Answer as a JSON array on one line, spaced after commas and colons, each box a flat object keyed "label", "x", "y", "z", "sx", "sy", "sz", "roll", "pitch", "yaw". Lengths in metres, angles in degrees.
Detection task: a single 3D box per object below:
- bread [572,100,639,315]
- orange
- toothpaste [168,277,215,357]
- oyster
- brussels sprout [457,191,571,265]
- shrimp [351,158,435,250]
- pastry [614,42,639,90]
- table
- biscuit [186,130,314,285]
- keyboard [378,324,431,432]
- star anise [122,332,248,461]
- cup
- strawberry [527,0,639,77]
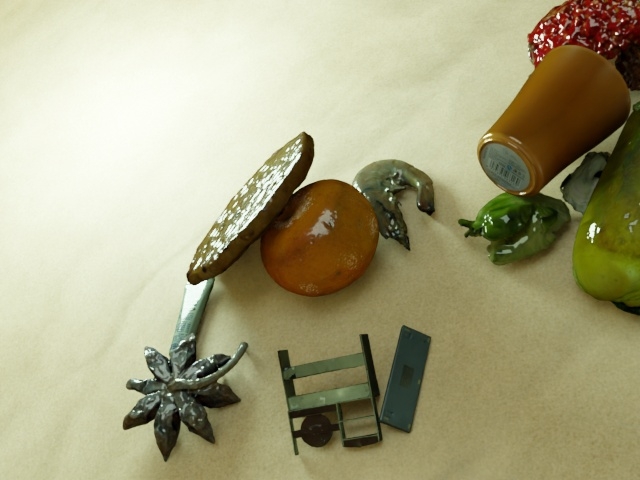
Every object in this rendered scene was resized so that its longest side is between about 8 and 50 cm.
[{"label": "bread", "x": 0.547, "y": -0.059, "z": 1.450, "sx": 0.251, "sy": 0.208, "sz": 0.377, "roll": 13, "pitch": 63, "yaw": 37}, {"label": "orange", "x": 0.000, "y": 0.000, "z": 1.659, "sx": 0.224, "sy": 0.170, "sz": 0.224, "roll": -33, "pitch": 28, "yaw": 20}, {"label": "toothpaste", "x": -0.247, "y": 0.156, "z": 1.732, "sx": 0.062, "sy": 0.037, "sz": 0.216, "roll": -4, "pitch": 50, "yaw": 18}, {"label": "oyster", "x": 0.470, "y": -0.101, "z": 1.600, "sx": 0.121, "sy": 0.045, "sz": 0.146, "roll": 6, "pitch": 67, "yaw": -20}, {"label": "brussels sprout", "x": 0.335, "y": -0.035, "z": 1.592, "sx": 0.181, "sy": 0.100, "sz": 0.139, "roll": -26, "pitch": 31, "yaw": 10}, {"label": "shrimp", "x": 0.152, "y": -0.070, "z": 1.726, "sx": 0.145, "sy": 0.059, "sz": 0.254, "roll": -25, "pitch": 42, "yaw": -10}, {"label": "pastry", "x": 0.642, "y": -0.351, "z": 1.703, "sx": 0.208, "sy": 0.097, "sz": 0.115, "roll": -24, "pitch": 52, "yaw": 6}, {"label": "table", "x": 0.019, "y": 0.251, "z": 1.511, "sx": 0.146, "sy": 0.062, "sz": 0.175, "roll": -13, "pitch": 81, "yaw": 14}, {"label": "biscuit", "x": -0.128, "y": -0.057, "z": 1.722, "sx": 0.359, "sy": 0.046, "sz": 0.359, "roll": -45, "pitch": 14, "yaw": 14}, {"label": "keyboard", "x": 0.138, "y": 0.223, "z": 1.503, "sx": 0.055, "sy": 0.014, "sz": 0.176, "roll": 22, "pitch": 57, "yaw": -7}, {"label": "star anise", "x": -0.235, "y": 0.252, "z": 1.611, "sx": 0.262, "sy": 0.081, "sz": 0.230, "roll": -35, "pitch": 57, "yaw": -10}, {"label": "cup", "x": 0.382, "y": -0.199, "z": 1.602, "sx": 0.264, "sy": 0.182, "sz": 0.226, "roll": -42, "pitch": 18, "yaw": -25}, {"label": "strawberry", "x": 0.500, "y": -0.410, "z": 1.705, "sx": 0.306, "sy": 0.137, "sz": 0.233, "roll": -43, "pitch": 20, "yaw": 33}]
